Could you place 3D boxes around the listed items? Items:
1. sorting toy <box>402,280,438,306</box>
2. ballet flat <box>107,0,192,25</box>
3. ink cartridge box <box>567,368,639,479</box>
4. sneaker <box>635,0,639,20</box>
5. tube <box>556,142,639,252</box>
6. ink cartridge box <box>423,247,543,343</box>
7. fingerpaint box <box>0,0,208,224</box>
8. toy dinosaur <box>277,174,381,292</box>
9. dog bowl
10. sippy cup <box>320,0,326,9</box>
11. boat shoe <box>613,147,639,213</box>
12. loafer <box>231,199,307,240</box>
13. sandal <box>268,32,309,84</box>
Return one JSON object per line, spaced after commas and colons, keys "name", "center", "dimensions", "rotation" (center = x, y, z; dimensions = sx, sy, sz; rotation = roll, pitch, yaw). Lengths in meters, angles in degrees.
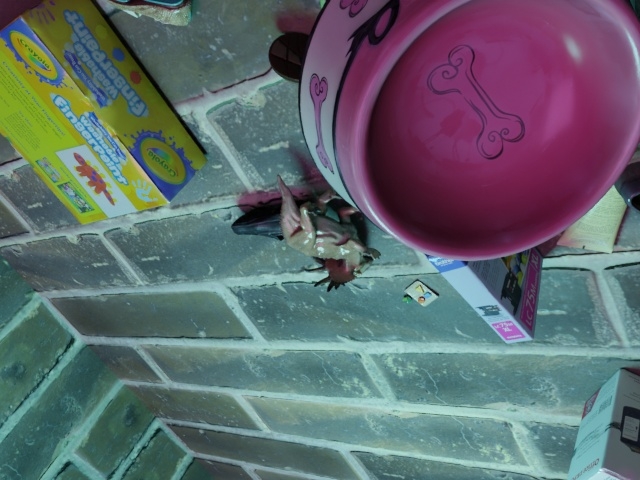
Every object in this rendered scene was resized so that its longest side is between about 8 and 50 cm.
{"name": "sorting toy", "center": [0.216, 0.125, 1.455], "dimensions": [0.062, 0.012, 0.083], "rotation": [36, 142, -4]}
{"name": "ballet flat", "center": [-0.322, -0.431, 1.194], "dimensions": [0.206, 0.073, 0.067], "rotation": [23, 156, 19]}
{"name": "ink cartridge box", "center": [0.588, 0.406, 1.312], "dimensions": [0.100, 0.237, 0.172], "rotation": [25, 142, 11]}
{"name": "sneaker", "center": [0.411, -0.282, 0.764], "dimensions": [0.094, 0.151, 0.256], "rotation": [3, 132, 35]}
{"name": "tube", "center": [0.453, -0.064, 1.051], "dimensions": [0.070, 0.062, 0.240], "rotation": [46, 154, 33]}
{"name": "ink cartridge box", "center": [0.274, 0.015, 1.114], "dimensions": [0.065, 0.186, 0.311], "rotation": [-20, 129, 43]}
{"name": "fingerpaint box", "center": [-0.522, -0.270, 1.429], "dimensions": [0.371, 0.163, 0.445], "rotation": [-9, 126, 42]}
{"name": "toy dinosaur", "center": [0.000, 0.000, 1.354], "dimensions": [0.295, 0.127, 0.200], "rotation": [32, 135, -14]}
{"name": "dog bowl", "center": [0.185, -0.152, 0.758], "dimensions": [0.408, 0.150, 0.408], "rotation": [-6, 124, -9]}
{"name": "sippy cup", "center": [0.170, -0.313, 0.862], "dimensions": [0.305, 0.240, 0.224], "rotation": [-4, 135, -23]}
{"name": "boat shoe", "center": [0.546, -0.045, 0.931], "dimensions": [0.285, 0.092, 0.103], "rotation": [18, 142, -7]}
{"name": "loafer", "center": [-0.106, -0.033, 1.460], "dimensions": [0.223, 0.076, 0.078], "rotation": [-8, 119, 36]}
{"name": "sandal", "center": [0.012, -0.284, 1.119], "dimensions": [0.219, 0.090, 0.060], "rotation": [18, 162, 8]}
